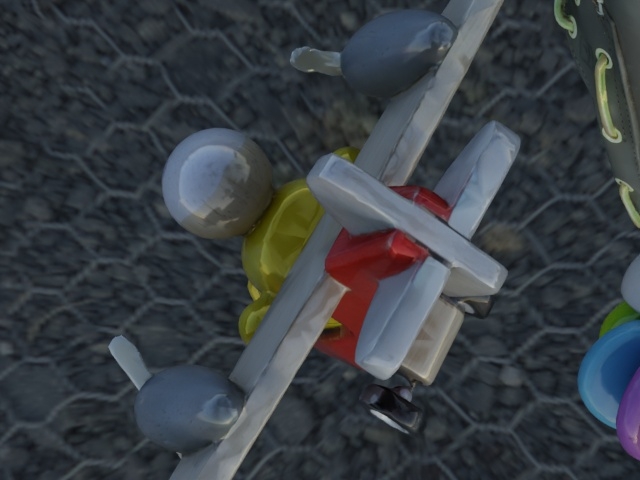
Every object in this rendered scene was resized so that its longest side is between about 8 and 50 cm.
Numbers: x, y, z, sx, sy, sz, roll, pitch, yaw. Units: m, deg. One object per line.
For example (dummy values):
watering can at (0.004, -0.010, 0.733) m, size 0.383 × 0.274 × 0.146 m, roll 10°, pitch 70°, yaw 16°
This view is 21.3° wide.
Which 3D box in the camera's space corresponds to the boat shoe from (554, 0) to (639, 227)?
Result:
boat shoe at (0.164, -0.104, 0.831) m, size 0.091 × 0.305 × 0.109 m, roll 4°, pitch 52°, yaw 32°

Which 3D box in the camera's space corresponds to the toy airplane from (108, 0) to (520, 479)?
toy airplane at (0.000, 0.000, 1.268) m, size 0.272 × 0.386 × 0.384 m, roll 30°, pitch 122°, yaw 6°

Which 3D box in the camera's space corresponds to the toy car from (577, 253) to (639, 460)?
toy car at (0.252, 0.101, 1.126) m, size 0.182 × 0.136 × 0.159 m, roll 22°, pitch 127°, yaw 35°
